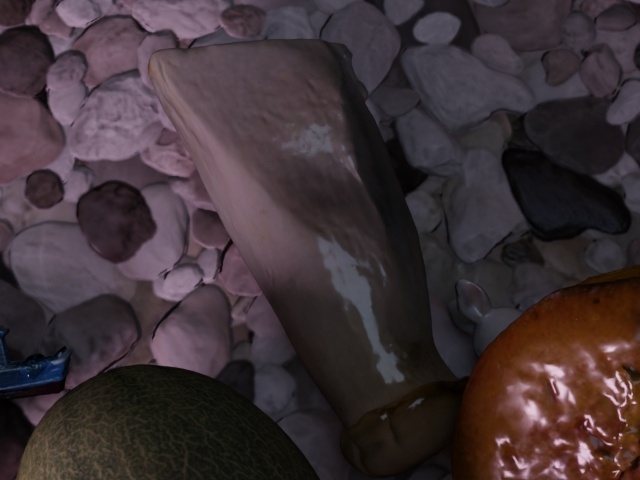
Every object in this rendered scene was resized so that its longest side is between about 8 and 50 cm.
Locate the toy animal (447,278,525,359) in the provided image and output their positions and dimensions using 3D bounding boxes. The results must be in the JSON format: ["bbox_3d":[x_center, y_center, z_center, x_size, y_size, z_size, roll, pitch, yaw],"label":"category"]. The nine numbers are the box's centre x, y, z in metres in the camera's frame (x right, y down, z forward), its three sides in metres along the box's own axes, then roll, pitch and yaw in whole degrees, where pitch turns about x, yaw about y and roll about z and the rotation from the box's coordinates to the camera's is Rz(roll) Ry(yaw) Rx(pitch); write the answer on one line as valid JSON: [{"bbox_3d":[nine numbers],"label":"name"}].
[{"bbox_3d":[0.171,0.082,1.178,0.124,0.071,0.085,1,70,-5],"label":"toy animal"}]

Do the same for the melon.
[{"bbox_3d":[-0.099,0.235,1.012,0.237,0.237,0.301,-24,71,-13],"label":"melon"}]

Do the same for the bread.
[{"bbox_3d":[0.258,0.154,1.048,0.312,0.172,0.312,4,105,14],"label":"bread"}]

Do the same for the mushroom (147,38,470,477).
[{"bbox_3d":[0.006,-0.005,1.162,0.154,0.137,0.407,-22,76,-22],"label":"mushroom"}]

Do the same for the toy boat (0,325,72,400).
[{"bbox_3d":[-0.272,0.100,1.137,0.137,0.060,0.060,-6,90,-1],"label":"toy boat"}]
